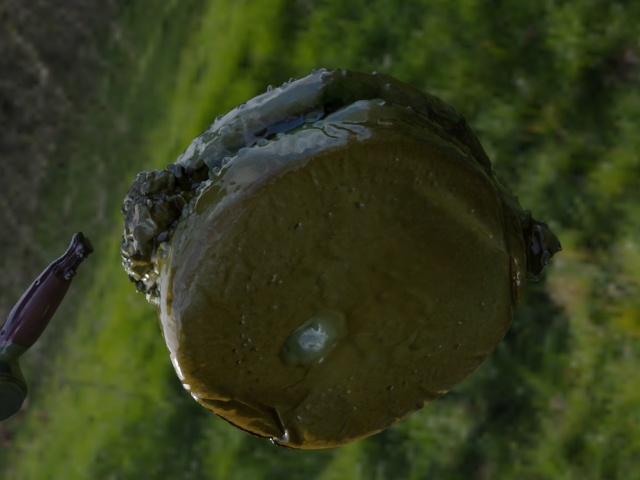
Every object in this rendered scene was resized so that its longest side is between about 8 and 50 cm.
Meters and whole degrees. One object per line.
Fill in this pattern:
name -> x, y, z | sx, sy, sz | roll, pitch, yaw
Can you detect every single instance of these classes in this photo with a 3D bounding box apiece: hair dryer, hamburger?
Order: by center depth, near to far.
hamburger -> 0.000, 0.000, 0.941 | 0.189, 0.215, 0.122 | -48, 39, 20
hair dryer -> -0.216, 0.052, 1.319 | 0.154, 0.054, 0.106 | -41, 48, 19
